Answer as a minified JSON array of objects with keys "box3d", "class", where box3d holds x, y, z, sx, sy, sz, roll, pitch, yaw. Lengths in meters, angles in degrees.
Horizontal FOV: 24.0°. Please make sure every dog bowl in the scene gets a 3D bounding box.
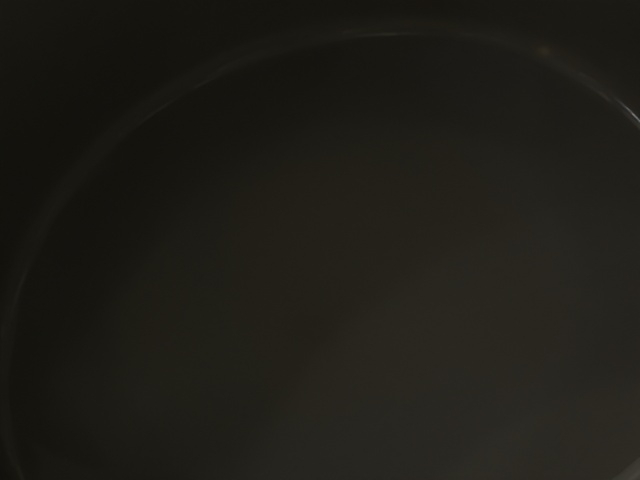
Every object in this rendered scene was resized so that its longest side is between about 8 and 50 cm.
[{"box3d":[0.000,0.000,0.466,0.102,0.349,0.348,71,-152,-54],"class":"dog bowl"}]
